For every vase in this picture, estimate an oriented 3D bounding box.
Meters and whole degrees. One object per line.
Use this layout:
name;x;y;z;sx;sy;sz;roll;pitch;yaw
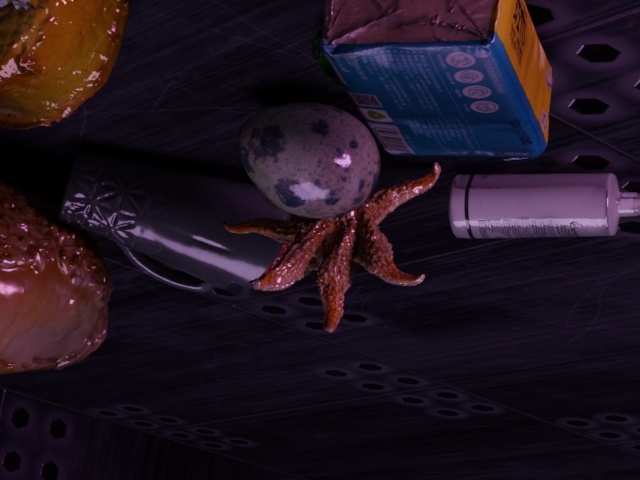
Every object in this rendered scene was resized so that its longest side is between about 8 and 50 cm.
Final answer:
vase;-0.210;-0.026;2.347;0.300;0.156;0.251;18;138;-9

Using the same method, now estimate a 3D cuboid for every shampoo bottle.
shampoo bottle;0.300;-0.045;2.181;0.262;0.085;0.085;0;159;20

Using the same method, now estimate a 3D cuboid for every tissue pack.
tissue pack;0.125;-0.196;1.749;0.192;0.134;0.271;1;160;18

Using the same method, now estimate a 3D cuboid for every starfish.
starfish;0.004;0.007;2.117;0.301;0.293;0.084;-9;120;9

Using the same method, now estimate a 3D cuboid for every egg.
egg;-0.015;-0.100;2.066;0.181;0.141;0.141;18;159;-13

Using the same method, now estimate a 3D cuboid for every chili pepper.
chili pepper;0.037;-0.199;1.904;0.073;0.050;0.182;-7;159;19

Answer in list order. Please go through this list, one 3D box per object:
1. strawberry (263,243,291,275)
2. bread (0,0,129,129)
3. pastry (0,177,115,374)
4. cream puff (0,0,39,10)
strawberry;-0.102;0.010;2.498;0.192;0.085;0.140;19;160;-25
bread;-0.342;-0.208;1.877;0.260;0.147;0.160;0;163;29
pastry;-0.482;0.031;2.402;0.409;0.245;0.409;25;-174;-3
cream puff;-0.356;-0.282;1.703;0.156;0.156;0.121;3;120;14
